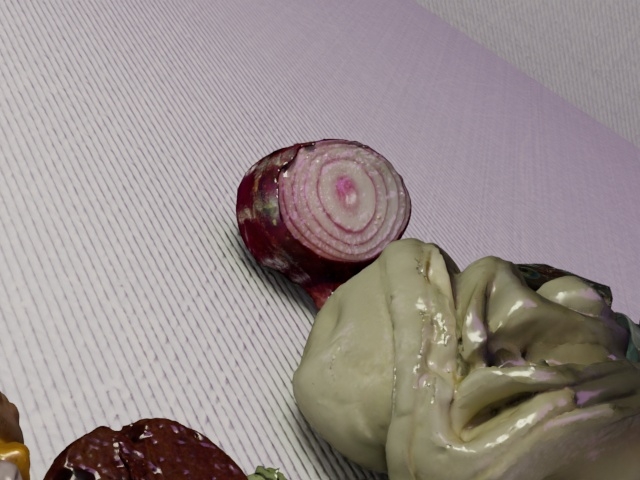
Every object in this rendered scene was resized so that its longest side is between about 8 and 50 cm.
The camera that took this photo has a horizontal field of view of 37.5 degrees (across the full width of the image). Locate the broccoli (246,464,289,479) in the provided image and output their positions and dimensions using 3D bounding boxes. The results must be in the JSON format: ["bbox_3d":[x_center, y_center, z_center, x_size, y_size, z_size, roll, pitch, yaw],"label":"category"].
[{"bbox_3d":[0.018,0.238,0.719,0.118,0.123,0.204,-27,45,-36],"label":"broccoli"}]

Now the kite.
[{"bbox_3d":[0.271,0.096,1.001,0.127,0.016,0.229,14,-28,42],"label":"kite"}]

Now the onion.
[{"bbox_3d":[0.000,0.000,1.069,0.195,0.139,0.218,0,77,-39],"label":"onion"}]

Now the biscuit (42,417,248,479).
[{"bbox_3d":[-0.114,0.210,0.673,0.192,0.049,0.192,22,35,-17],"label":"biscuit"}]

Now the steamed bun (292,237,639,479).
[{"bbox_3d":[0.171,0.137,0.882,0.339,0.247,0.352,16,31,-39],"label":"steamed bun"}]

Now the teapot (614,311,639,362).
[{"bbox_3d":[0.457,0.193,1.238,0.225,0.171,0.203,23,-4,-8],"label":"teapot"}]

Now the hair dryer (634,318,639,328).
[{"bbox_3d":[0.482,0.160,1.418,0.248,0.078,0.196,14,32,-16],"label":"hair dryer"}]

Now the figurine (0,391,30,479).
[{"bbox_3d":[-0.199,0.197,0.512,0.332,0.205,0.185,17,14,39],"label":"figurine"}]
